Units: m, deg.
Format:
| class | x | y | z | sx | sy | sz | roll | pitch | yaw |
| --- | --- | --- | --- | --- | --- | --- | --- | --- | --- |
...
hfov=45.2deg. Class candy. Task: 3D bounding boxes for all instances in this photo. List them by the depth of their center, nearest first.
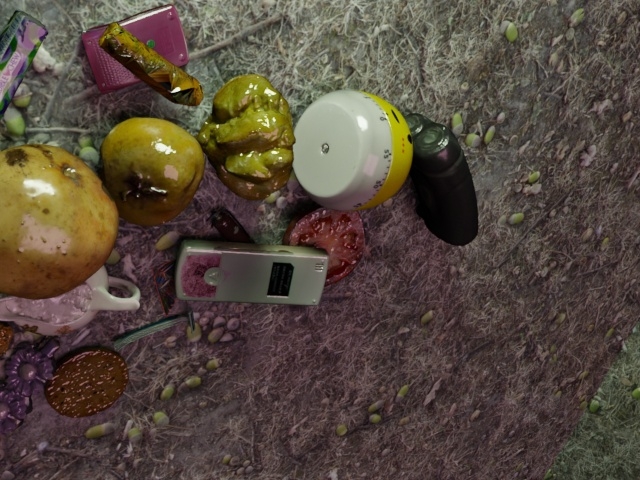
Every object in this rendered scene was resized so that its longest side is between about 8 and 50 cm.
| class | x | y | z | sx | sy | sz | roll | pitch | yaw |
| --- | --- | --- | --- | --- | --- | --- | --- | --- | --- |
| candy | -0.568 | -0.250 | 1.325 | 0.061 | 0.088 | 0.312 | 27 | 100 | -37 |

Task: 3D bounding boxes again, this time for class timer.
| class | x | y | z | sx | sy | sz | roll | pitch | yaw |
| --- | --- | --- | --- | --- | --- | --- | --- | --- | --- |
| timer | 0.099 | -0.193 | 1.693 | 0.285 | 0.285 | 0.285 | -16 | 124 | -25 |

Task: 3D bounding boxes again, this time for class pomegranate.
| class | x | y | z | sx | sy | sz | roll | pitch | yaw |
| --- | --- | --- | --- | --- | --- | --- | --- | --- | --- |
| pomegranate | -0.501 | -0.032 | 1.350 | 0.281 | 0.281 | 0.281 | -16 | 124 | -25 |

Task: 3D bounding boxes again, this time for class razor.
| class | x | y | z | sx | sy | sz | roll | pitch | yaw |
| --- | --- | --- | --- | --- | --- | --- | --- | --- | --- |
| razor | -0.380 | 0.206 | 1.756 | 0.191 | 0.037 | 0.068 | -18 | 130 | -21 |
| razor | 0.286 | -0.146 | 1.869 | 0.113 | 0.204 | 0.349 | -37 | 134 | -11 |

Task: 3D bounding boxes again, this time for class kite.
| class | x | y | z | sx | sy | sz | roll | pitch | yaw |
| --- | --- | --- | --- | --- | --- | --- | --- | --- | --- |
| kite | -0.318 | 0.092 | 1.746 | 0.159 | 0.010 | 0.190 | 27 | 101 | -41 |

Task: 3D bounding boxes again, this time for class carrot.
| class | x | y | z | sx | sy | sz | roll | pitch | yaw |
| --- | --- | --- | --- | --- | --- | --- | --- | --- | --- |
| carrot | -0.312 | -0.320 | 1.426 | 0.229 | 0.069 | 0.069 | 33 | 96 | -43 |

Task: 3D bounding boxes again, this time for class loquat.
| class | x | y | z | sx | sy | sz | roll | pitch | yaw |
| --- | --- | --- | --- | --- | --- | --- | --- | --- | --- |
| loquat | -0.332 | -0.132 | 1.474 | 0.213 | 0.213 | 0.213 | -16 | 124 | -25 |

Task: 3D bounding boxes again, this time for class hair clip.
| class | x | y | z | sx | sy | sz | roll | pitch | yaw |
| --- | --- | --- | --- | --- | --- | --- | --- | --- | --- |
| hair clip | -0.647 | 0.321 | 1.629 | 0.106 | 0.084 | 0.292 | 37 | 92 | 2 |

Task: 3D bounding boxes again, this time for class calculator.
| class | x | y | z | sx | sy | sz | roll | pitch | yaw |
| --- | --- | --- | --- | --- | --- | --- | --- | --- | --- |
| calculator | -0.342 | -0.360 | 1.445 | 0.191 | 0.034 | 0.126 | -25 | 126 | -19 |

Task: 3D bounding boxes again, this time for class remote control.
| class | x | y | z | sx | sy | sz | roll | pitch | yaw |
| --- | --- | --- | --- | --- | --- | --- | --- | --- | --- |
| remote control | -0.156 | 0.075 | 1.743 | 0.344 | 0.050 | 0.145 | 5 | 117 | -17 |

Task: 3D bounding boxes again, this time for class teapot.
| class | x | y | z | sx | sy | sz | roll | pitch | yaw |
| --- | --- | --- | --- | --- | --- | --- | --- | --- | --- |
| teapot | -0.514 | 0.101 | 1.540 | 0.298 | 0.139 | 0.204 | -6 | 117 | -30 |

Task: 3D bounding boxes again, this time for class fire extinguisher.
| class | x | y | z | sx | sy | sz | roll | pitch | yaw |
| --- | --- | --- | --- | --- | --- | --- | --- | --- | --- |
| fire extinguisher | -0.198 | -0.019 | 1.735 | 0.158 | 0.043 | 0.064 | 53 | 53 | -41 |

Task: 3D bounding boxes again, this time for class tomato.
| class | x | y | z | sx | sy | sz | roll | pitch | yaw |
| --- | --- | --- | --- | --- | --- | --- | --- | --- | --- |
| tomato | 0.000 | 0.000 | 1.848 | 0.225 | 0.085 | 0.224 | -12 | 119 | -24 |

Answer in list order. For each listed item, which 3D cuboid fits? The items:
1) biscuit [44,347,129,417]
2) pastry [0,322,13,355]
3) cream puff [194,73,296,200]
| class | x | y | z | sx | sy | sz | roll | pitch | yaw |
| --- | --- | --- | --- | --- | --- | --- | --- | --- | --- |
| biscuit | -0.527 | 0.320 | 1.735 | 0.188 | 0.027 | 0.187 | -17 | 126 | -24 |
| pastry | -0.694 | 0.198 | 1.538 | 0.140 | 0.056 | 0.080 | 9 | 119 | -43 |
| cream puff | -0.140 | -0.206 | 1.541 | 0.196 | 0.244 | 0.244 | -29 | 130 | -2 |
